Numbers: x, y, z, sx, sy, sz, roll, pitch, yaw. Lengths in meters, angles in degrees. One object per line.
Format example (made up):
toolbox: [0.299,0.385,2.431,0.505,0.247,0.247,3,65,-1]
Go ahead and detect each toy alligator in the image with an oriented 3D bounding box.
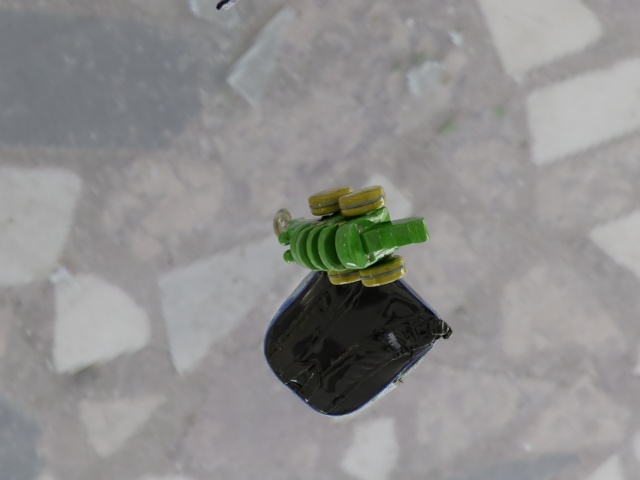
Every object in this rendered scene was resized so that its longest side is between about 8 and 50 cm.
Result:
toy alligator: [0.000,0.000,1.178,0.051,0.190,0.056,-20,101,-28]

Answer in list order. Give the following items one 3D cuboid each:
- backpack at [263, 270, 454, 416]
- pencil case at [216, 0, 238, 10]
backpack: [0.021,0.068,1.383,0.105,0.084,0.114,45,92,2]
pencil case: [-0.018,-0.320,1.526,0.284,0.124,0.124,-43,126,15]
